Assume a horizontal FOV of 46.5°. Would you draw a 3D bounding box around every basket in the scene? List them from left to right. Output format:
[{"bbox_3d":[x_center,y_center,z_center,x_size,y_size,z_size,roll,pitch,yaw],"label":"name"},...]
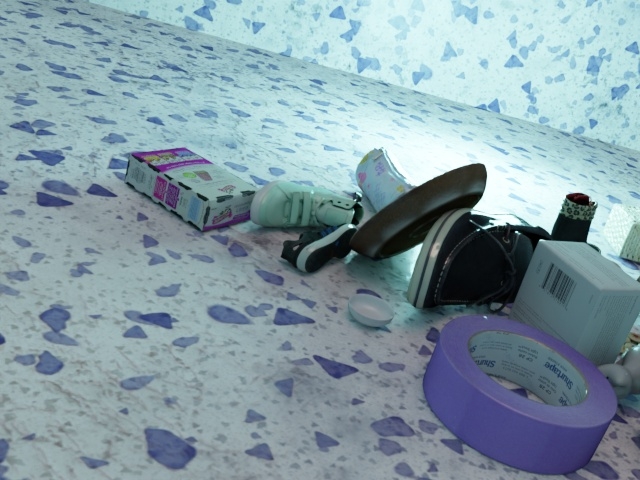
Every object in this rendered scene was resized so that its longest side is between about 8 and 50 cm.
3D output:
[{"bbox_3d":[0.836,-0.021,1.986,0.103,0.113,0.167,13,24,-3],"label":"basket"}]

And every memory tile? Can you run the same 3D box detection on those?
[{"bbox_3d":[0.619,0.221,1.443,0.113,0.012,0.148,5,27,-25],"label":"memory tile"}]

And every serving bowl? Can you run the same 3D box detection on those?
[{"bbox_3d":[0.085,0.125,1.285,0.083,0.027,0.083,13,24,-6],"label":"serving bowl"}]

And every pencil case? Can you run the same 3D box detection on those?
[{"bbox_3d":[0.171,-0.121,1.761,0.113,0.124,0.273,8,26,-19],"label":"pencil case"}]

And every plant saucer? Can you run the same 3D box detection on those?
[{"bbox_3d":[0.202,-0.045,1.459,0.310,0.310,0.050,-14,69,-49],"label":"plant saucer"}]

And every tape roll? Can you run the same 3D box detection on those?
[{"bbox_3d":[0.299,0.224,1.134,0.274,0.090,0.275,14,23,-6],"label":"tape roll"}]

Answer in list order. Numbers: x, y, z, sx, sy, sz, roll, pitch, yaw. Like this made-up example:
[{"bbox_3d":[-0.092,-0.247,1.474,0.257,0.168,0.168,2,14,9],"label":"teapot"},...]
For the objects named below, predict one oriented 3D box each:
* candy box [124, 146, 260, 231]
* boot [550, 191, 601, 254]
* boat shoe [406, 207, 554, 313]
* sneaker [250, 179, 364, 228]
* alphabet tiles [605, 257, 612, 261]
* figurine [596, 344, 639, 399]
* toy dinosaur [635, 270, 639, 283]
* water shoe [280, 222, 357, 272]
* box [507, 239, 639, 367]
[{"bbox_3d":[-0.260,-0.109,1.518,0.233,0.071,0.159,29,26,28],"label":"candy box"},{"bbox_3d":[0.587,-0.016,1.676,0.236,0.179,0.085,-7,32,-41],"label":"boot"},{"bbox_3d":[0.326,0.038,1.446,0.155,0.187,0.500,24,19,31],"label":"boat shoe"},{"bbox_3d":[-0.017,-0.065,1.527,0.151,0.094,0.255,19,18,37],"label":"sneaker"},{"bbox_3d":[0.600,0.066,1.757,0.277,0.021,0.284,10,25,-16],"label":"alphabet tiles"},{"bbox_3d":[0.558,0.222,1.204,0.209,0.093,0.214,0,-3,-44],"label":"figurine"},{"bbox_3d":[0.758,0.061,1.631,0.127,0.296,0.200,4,-29,38],"label":"toy dinosaur"},{"bbox_3d":[0.000,0.000,1.448,0.080,0.073,0.203,25,24,24],"label":"water shoe"},{"bbox_3d":[0.462,0.119,1.355,0.118,0.182,0.181,3,27,-25],"label":"box"}]
